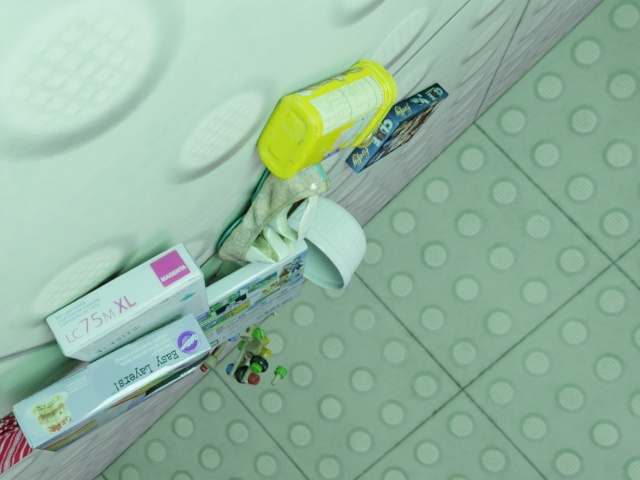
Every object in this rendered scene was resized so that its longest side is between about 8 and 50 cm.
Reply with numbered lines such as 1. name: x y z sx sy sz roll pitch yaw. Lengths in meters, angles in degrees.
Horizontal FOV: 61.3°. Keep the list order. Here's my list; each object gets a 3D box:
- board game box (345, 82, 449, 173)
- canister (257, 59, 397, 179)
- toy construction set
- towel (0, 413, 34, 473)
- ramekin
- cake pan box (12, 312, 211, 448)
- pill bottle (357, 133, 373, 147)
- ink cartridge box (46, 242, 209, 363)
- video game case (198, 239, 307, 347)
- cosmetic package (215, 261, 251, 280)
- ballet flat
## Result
1. board game box: 0.174 -0.253 1.207 0.243 0.042 0.165 -37 172 -44
2. canister: 0.009 -0.156 0.701 0.170 0.073 0.126 -35 170 -41
3. toy construction set: -0.244 0.300 1.717 0.309 0.257 0.237 -20 -156 44
4. towel: -0.508 0.338 0.921 0.199 0.031 0.275 -53 170 27
5. ramekin: 0.000 0.000 1.136 0.109 0.207 0.207 -49 177 -22
6. cake pan box: -0.302 0.219 0.826 0.267 0.070 0.246 -27 171 -28
7. pill bottle: 0.072 -0.194 0.965 0.043 0.043 0.083 -43 174 4
8. ink cartridge box: -0.260 0.111 0.799 0.186 0.065 0.311 -31 168 -17
9. video game case: -0.179 0.137 1.112 0.329 0.036 0.300 -29 162 -17
10. cosmetic package: -0.169 0.059 1.107 0.041 0.060 0.115 -36 173 -37
11. ballet flat: -0.080 -0.024 0.880 0.107 0.106 0.316 -37 172 -41
